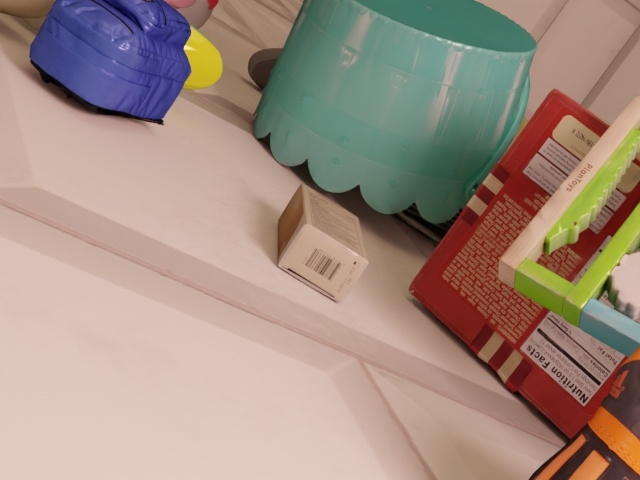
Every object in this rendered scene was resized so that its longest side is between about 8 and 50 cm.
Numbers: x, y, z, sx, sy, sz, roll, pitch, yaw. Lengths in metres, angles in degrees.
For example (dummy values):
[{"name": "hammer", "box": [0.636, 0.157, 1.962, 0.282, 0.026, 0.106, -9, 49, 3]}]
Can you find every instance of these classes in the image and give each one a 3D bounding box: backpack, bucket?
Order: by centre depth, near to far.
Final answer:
[{"name": "backpack", "box": [-0.169, -0.156, 0.927, 0.098, 0.101, 0.120, 32, 16, 18]}, {"name": "bucket", "box": [0.082, -0.163, 1.210, 0.281, 0.183, 0.281, 17, 25, -8]}]

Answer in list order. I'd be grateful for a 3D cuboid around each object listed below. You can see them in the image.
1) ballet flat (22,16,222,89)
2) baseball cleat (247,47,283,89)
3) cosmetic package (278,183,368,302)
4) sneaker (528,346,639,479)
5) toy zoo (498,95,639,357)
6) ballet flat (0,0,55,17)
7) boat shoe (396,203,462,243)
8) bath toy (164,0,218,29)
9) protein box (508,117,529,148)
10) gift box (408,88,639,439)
[{"name": "ballet flat", "box": [-0.201, -0.192, 1.056, 0.231, 0.077, 0.077, 30, 36, -8]}, {"name": "baseball cleat", "box": [0.002, -0.170, 1.423, 0.206, 0.072, 0.109, 21, 35, -5]}, {"name": "cosmetic package", "box": [0.000, 0.000, 0.912, 0.060, 0.041, 0.115, 32, 14, -10]}, {"name": "sneaker", "box": [0.246, 0.146, 0.702, 0.124, 0.180, 0.321, 44, 17, 33]}, {"name": "toy zoo", "box": [0.299, 0.027, 0.808, 0.293, 0.192, 0.030, 31, -26, 25]}, {"name": "ballet flat", "box": [-0.332, -0.253, 0.950, 0.248, 0.086, 0.086, 34, 14, 3]}, {"name": "boat shoe", "box": [0.167, -0.010, 1.284, 0.226, 0.083, 0.076, 23, 25, 1]}, {"name": "bath toy", "box": [-0.200, -0.302, 1.279, 0.151, 0.129, 0.348, 38, 14, 13]}, {"name": "protein box", "box": [0.227, -0.082, 1.451, 0.200, 0.136, 0.201, 35, 10, -38]}, {"name": "gift box", "box": [0.284, 0.027, 1.018, 0.255, 0.276, 0.258, 48, 17, 28]}]
